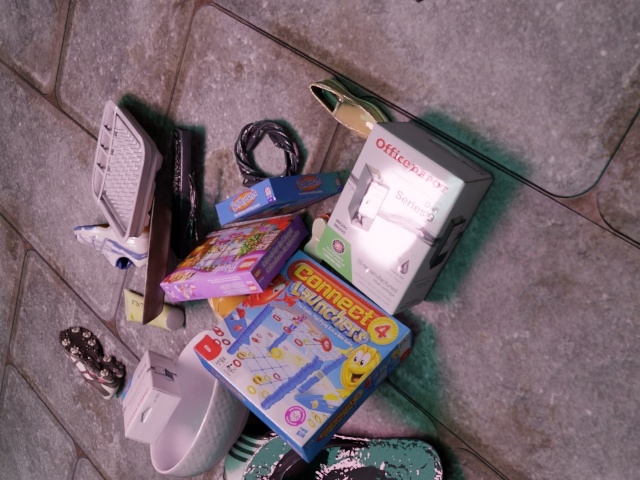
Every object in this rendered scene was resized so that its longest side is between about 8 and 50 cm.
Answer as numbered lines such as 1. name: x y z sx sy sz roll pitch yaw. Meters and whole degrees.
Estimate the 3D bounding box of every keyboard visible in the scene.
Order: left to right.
1. keyboard: -0.334 -0.109 1.614 0.201 0.033 0.317 27 117 58

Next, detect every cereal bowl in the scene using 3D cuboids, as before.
1. cereal bowl: -0.261 0.390 1.568 0.339 0.141 0.339 -43 33 38

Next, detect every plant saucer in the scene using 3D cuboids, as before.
1. plant saucer: -0.391 0.050 1.604 0.310 0.050 0.310 -174 90 -76

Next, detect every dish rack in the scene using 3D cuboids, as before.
1. dish rack: -0.492 -0.177 1.701 0.333 0.072 0.285 45 124 45

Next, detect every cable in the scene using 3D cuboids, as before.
1. cable: -0.114 -0.188 1.462 0.185 0.047 0.150 3 95 41

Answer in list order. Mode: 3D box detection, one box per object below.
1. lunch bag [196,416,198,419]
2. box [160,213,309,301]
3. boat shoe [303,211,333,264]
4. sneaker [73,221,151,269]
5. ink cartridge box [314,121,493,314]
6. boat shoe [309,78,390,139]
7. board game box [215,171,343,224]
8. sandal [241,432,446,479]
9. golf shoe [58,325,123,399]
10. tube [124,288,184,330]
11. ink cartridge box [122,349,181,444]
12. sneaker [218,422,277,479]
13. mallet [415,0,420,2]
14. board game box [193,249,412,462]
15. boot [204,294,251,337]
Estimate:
1. lunch bag: -0.277 0.493 1.700 0.065 0.067 0.098 16 109 36
2. box: -0.190 0.040 1.459 0.293 0.201 0.057 -9 122 39
3. boat shoe: 0.000 0.000 1.398 0.049 0.043 0.137 31 130 19
4. sneaker: -0.572 0.017 1.822 0.296 0.112 0.131 1 99 40
5. ink cartridge box: 0.144 -0.046 1.222 0.211 0.122 0.289 39 120 27
6. boat shoe: 0.051 -0.249 1.292 0.190 0.072 0.068 39 120 27
7. board game box: -0.079 -0.086 1.340 0.160 0.210 0.047 -21 84 39
8. sandal: 0.024 0.462 1.345 0.446 0.107 0.167 -13 73 22
9. golf shoe: -0.702 0.366 2.001 0.273 0.105 0.120 37 126 29
10. tube: -0.464 0.195 1.805 0.240 0.062 0.070 9 63 43
11. ink cartridge box: -0.409 0.374 1.604 0.139 0.082 0.190 -59 26 7
12. sneaker: -0.058 0.568 1.471 0.448 0.169 0.257 29 117 34
13. mallet: 0.196 -0.512 1.153 0.062 0.039 0.189 47 128 23
14. board game box: -0.034 0.212 1.306 0.308 0.302 0.086 34 155 29
15. boot: -0.146 0.149 1.505 0.211 0.295 0.104 -10 134 7
